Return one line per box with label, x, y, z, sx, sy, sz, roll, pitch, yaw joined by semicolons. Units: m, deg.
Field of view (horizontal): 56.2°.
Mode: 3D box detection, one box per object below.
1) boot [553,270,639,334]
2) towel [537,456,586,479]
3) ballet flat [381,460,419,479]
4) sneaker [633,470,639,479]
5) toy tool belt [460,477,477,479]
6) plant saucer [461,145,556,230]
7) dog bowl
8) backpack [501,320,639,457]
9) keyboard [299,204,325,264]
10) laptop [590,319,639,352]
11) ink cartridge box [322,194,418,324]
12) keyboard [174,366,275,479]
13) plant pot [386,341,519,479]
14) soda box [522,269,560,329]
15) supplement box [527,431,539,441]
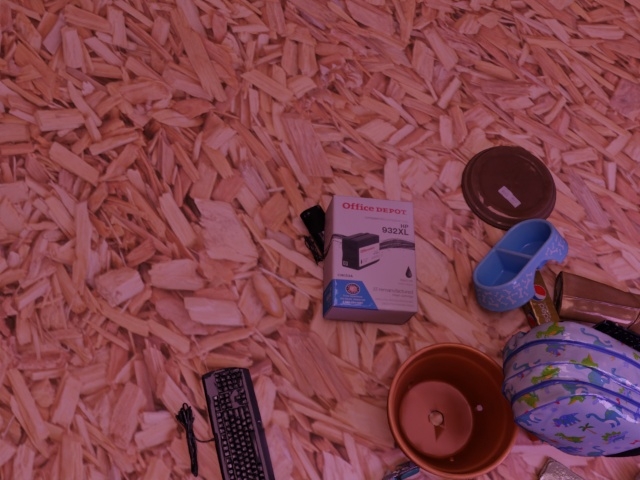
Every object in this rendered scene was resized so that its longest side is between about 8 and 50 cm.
boot;0.747;0.214;1.554;0.269;0.089;0.236;13;53;3
towel;0.584;0.598;1.415;0.148;0.027;0.110;32;70;11
ballet flat;0.179;0.555;1.418;0.114;0.041;0.041;-24;70;-12
sneaker;0.762;0.659;1.358;0.153;0.094;0.235;31;59;20
toy tool belt;0.337;0.580;1.400;0.083;0.051;0.052;-17;69;-9
plant saucer;0.549;-0.160;1.730;0.277;0.041;0.278;1;68;-2
dog bowl;0.515;0.056;1.567;0.297;0.074;0.166;-45;31;-17
backpack;0.544;0.313;1.242;0.355;0.290;0.273;43;48;-8
keyboard;0.000;0.000;1.650;0.100;0.038;0.192;-23;75;-24
laptop;0.652;0.289;1.436;0.264;0.234;0.137;26;70;8
ink cartridge box;0.127;0.049;1.564;0.223;0.129;0.308;5;66;-8
keyboard;-0.236;0.472;1.439;0.201;0.033;0.317;-15;67;-8
plant pot;0.287;0.403;1.392;0.290;0.203;0.291;1;67;-2
soda box;0.574;0.175;1.577;0.061;0.058;0.181;-13;68;-7
supplement box;0.618;0.418;1.465;0.233;0.078;0.080;-17;69;-8
